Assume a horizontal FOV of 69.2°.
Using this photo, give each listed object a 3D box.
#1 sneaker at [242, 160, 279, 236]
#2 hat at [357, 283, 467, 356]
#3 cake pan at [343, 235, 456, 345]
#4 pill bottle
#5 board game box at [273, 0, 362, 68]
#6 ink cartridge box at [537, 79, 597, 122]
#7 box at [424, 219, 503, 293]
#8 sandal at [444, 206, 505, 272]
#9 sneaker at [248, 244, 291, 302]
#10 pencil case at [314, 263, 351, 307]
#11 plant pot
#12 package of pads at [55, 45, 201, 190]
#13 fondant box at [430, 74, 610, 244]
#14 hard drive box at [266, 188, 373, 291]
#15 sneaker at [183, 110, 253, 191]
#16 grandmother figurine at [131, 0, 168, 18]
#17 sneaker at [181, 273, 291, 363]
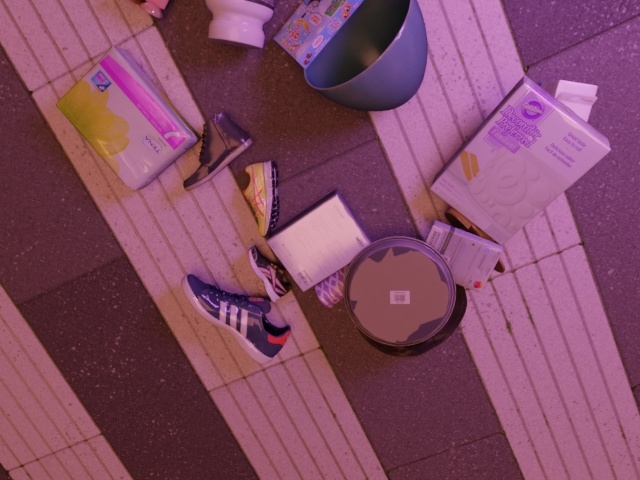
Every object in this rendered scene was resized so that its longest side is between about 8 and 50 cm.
[{"bbox_3d":[-0.165,-0.113,1.262,0.094,0.081,0.208,3,99,9],"label":"sneaker"},{"bbox_3d":[0.255,0.209,1.298,0.331,0.134,0.331,1,105,3],"label":"hat"},{"bbox_3d":[0.202,0.137,1.199,0.293,0.054,0.293,1,95,8],"label":"cake pan"},{"bbox_3d":[-0.181,-0.602,1.075,0.162,0.162,0.278,10,106,0],"label":"pill bottle"},{"bbox_3d":[-0.006,-0.525,1.096,0.211,0.160,0.039,-47,136,14],"label":"board game box"},{"bbox_3d":[0.585,-0.332,1.121,0.092,0.143,0.090,8,106,1],"label":"ink cartridge box"},{"bbox_3d":[0.363,0.043,1.230,0.186,0.038,0.145,22,124,11],"label":"box"},{"bbox_3d":[0.442,-0.020,1.251,0.240,0.088,0.079,44,82,-12],"label":"sandal"},{"bbox_3d":[-0.143,0.085,1.325,0.077,0.072,0.178,-28,111,-2],"label":"sneaker"},{"bbox_3d":[0.080,0.111,1.301,0.206,0.086,0.088,-35,138,17],"label":"pencil case"},{"bbox_3d":[0.133,-0.417,1.078,0.290,0.290,0.195,-47,133,14],"label":"plant pot"},{"bbox_3d":[-0.498,-0.305,1.206,0.229,0.101,0.296,-38,100,12],"label":"package of pads"},{"bbox_3d":[0.463,-0.182,1.119,0.238,0.096,0.330,38,126,1],"label":"fondant box"},{"bbox_3d":[0.000,0.000,1.273,0.232,0.089,0.181,-32,102,11],"label":"hard drive box"},{"bbox_3d":[-0.299,-0.234,1.227,0.222,0.083,0.118,-40,104,2],"label":"sneaker"},{"bbox_3d":[-0.345,-0.706,1.088,0.208,0.104,0.342,27,108,-14],"label":"grandmother figurine"},{"bbox_3d":[-0.230,0.191,1.329,0.350,0.131,0.148,43,97,-15],"label":"sneaker"}]
